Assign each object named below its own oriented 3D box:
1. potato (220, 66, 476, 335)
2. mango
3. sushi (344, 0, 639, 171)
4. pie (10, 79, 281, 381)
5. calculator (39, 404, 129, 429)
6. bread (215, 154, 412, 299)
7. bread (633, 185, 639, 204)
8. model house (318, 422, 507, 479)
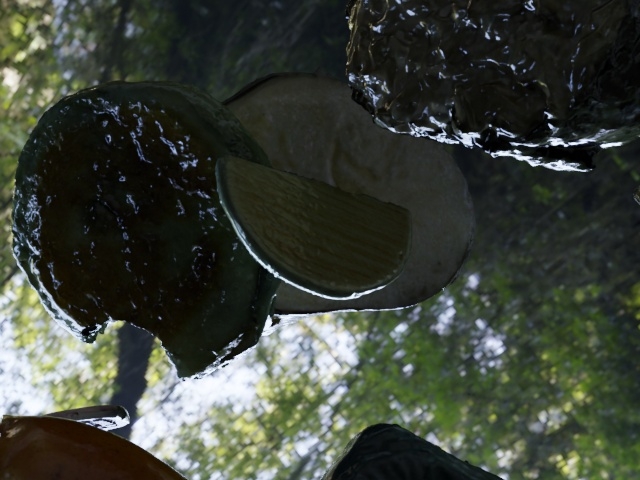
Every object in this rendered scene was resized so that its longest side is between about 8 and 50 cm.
[{"bbox_3d":[-0.062,-0.026,1.407,0.397,0.296,0.290,-9,-98,-25],"label":"potato"},{"bbox_3d":[-0.171,0.240,0.957,0.252,0.154,0.126,33,-153,-18],"label":"mango"},{"bbox_3d":[0.166,-0.176,1.062,0.171,0.350,0.211,0,-82,-41],"label":"sushi"},{"bbox_3d":[-0.163,-0.011,1.092,0.302,0.302,0.067,48,-152,1],"label":"pie"},{"bbox_3d":[-0.270,0.205,1.316,0.103,0.166,0.024,-9,-102,-6],"label":"calculator"},{"bbox_3d":[-0.003,0.002,0.983,0.193,0.036,0.112,14,-129,-26],"label":"bread"},{"bbox_3d":[0.138,-0.022,0.272,0.083,0.157,0.094,15,-99,-10],"label":"bread"},{"bbox_3d":[0.080,0.306,0.926,0.253,0.184,0.291,35,-163,4],"label":"model house"}]
